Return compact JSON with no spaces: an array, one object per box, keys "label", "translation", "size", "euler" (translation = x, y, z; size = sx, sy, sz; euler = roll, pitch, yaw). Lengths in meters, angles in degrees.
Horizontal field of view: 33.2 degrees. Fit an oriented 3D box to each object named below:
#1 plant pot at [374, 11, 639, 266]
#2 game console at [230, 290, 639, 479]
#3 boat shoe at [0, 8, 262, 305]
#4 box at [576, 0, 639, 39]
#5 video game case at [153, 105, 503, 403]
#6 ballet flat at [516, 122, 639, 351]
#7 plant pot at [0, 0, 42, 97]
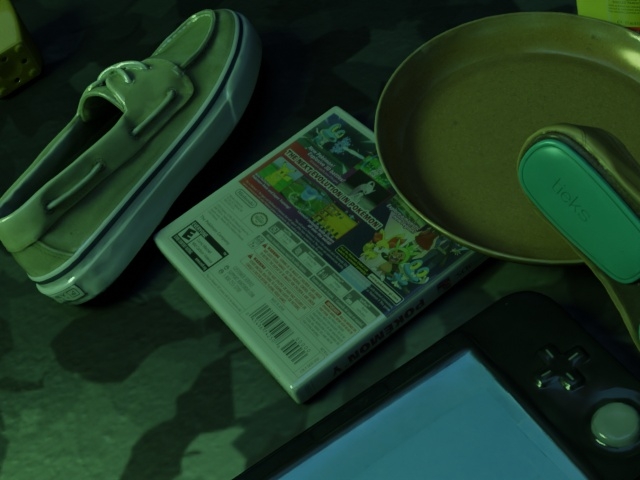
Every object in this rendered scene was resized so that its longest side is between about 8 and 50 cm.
[{"label":"plant pot","translation":[0.156,-0.070,0.748],"size":[0.236,0.032,0.236],"euler":[-2,51,3]},{"label":"game console","translation":[0.059,0.132,0.535],"size":[0.293,0.173,0.250],"euler":[-32,47,-9]},{"label":"boat shoe","translation":[-0.143,-0.090,0.845],"size":[0.109,0.094,0.302],"euler":[-3,48,40]},{"label":"box","translation":[0.219,-0.232,0.753],"size":[0.087,0.232,0.058],"euler":[9,54,26]},{"label":"video game case","translation":[0.000,0.000,0.777],"size":[0.183,0.023,0.201],"euler":[-37,47,-12]},{"label":"ballet flat","translation":[0.207,0.020,0.623],"size":[0.073,0.080,0.232],"euler":[-16,67,-47]},{"label":"plant pot","translation":[-0.311,-0.183,1.019],"size":[0.081,0.081,0.083],"euler":[-35,60,-12]}]
